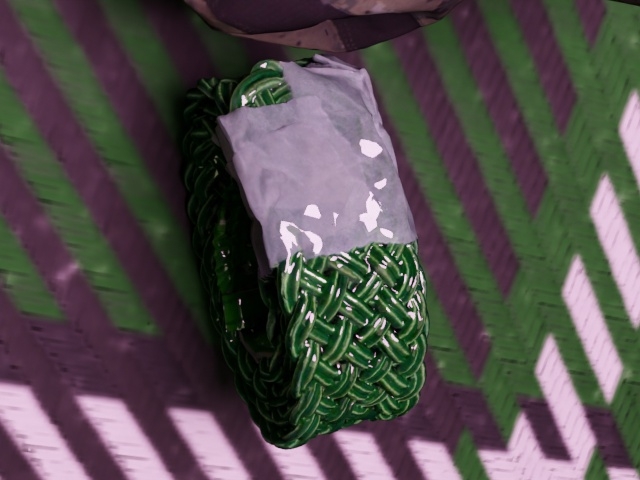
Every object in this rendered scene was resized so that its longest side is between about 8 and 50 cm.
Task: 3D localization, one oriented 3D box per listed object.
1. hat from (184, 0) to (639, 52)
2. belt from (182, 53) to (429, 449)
[{"bbox_3d":[0.002,-0.136,0.432,0.265,0.265,0.128,30,124,-30],"label":"hat"},{"bbox_3d":[0.000,0.000,0.494,0.079,0.121,0.151,-16,108,-18],"label":"belt"}]
